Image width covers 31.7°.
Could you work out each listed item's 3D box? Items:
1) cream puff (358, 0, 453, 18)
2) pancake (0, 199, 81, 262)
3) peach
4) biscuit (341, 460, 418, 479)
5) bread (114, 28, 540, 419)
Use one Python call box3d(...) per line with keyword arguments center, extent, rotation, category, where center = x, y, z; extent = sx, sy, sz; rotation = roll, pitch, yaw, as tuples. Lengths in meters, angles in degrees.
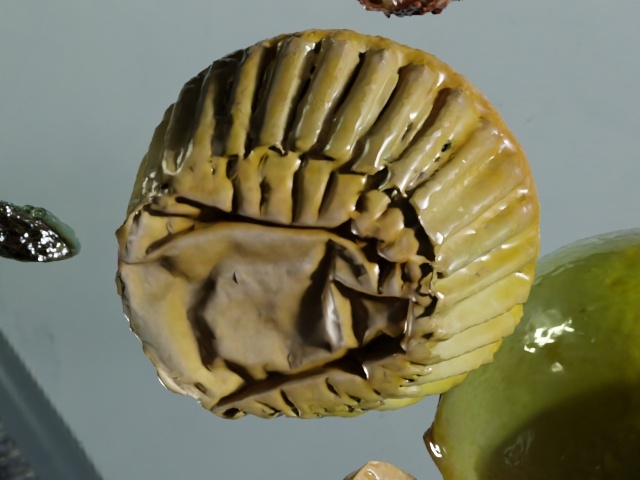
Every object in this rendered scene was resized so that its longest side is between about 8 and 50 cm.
box3d(center=(0.084, -0.275, 0.782), extent=(0.164, 0.240, 0.240), rotation=(-3, 94, 15), category="cream puff")
box3d(center=(-0.298, -0.006, 1.115), extent=(0.129, 0.116, 0.022), rotation=(-5, 59, 27), category="pancake")
box3d(center=(0.253, 0.130, 0.794), extent=(0.316, 0.314, 0.281), rotation=(5, 99, 32), category="peach")
box3d(center=(0.034, 0.208, 0.708), extent=(0.023, 0.118, 0.140), rotation=(-35, 44, 44), category="biscuit")
box3d(center=(0.003, -0.002, 0.628), extent=(0.240, 0.139, 0.240), rotation=(6, 114, 15), category="bread")
